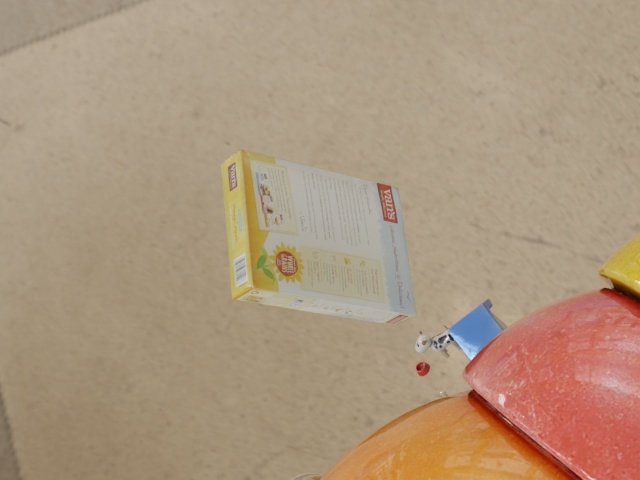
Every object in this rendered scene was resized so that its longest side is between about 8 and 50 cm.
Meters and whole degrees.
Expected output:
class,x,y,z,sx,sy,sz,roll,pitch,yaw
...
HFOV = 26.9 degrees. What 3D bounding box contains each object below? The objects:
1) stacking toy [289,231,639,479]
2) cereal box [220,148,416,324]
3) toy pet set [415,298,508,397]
class,x,y,z,sx,sy,sz,roll,pitch,yaw
stacking toy,0.233,0.095,0.776,0.351,0.351,0.480,38,94,36
cereal box,0.000,0.000,1.555,0.047,0.240,0.173,-32,56,45
toy pet set,0.130,0.116,1.266,0.114,0.065,0.122,-40,37,15
